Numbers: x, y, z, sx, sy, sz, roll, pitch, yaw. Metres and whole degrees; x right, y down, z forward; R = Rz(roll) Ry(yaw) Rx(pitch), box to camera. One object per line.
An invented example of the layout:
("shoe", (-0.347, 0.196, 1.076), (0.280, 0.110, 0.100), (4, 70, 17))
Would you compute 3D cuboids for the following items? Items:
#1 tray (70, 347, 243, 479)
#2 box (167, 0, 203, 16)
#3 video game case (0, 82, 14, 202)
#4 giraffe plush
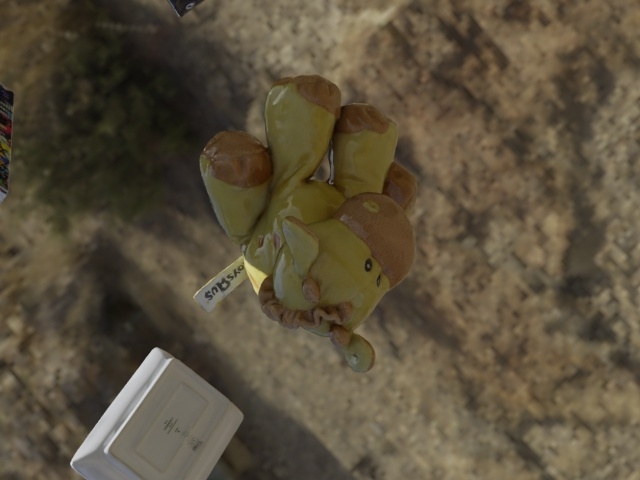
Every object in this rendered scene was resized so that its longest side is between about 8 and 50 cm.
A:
("tray", (-0.183, 0.229, 1.931), (0.145, 0.270, 0.030), (39, 121, -4))
("box", (-0.160, -0.505, 2.105), (0.296, 0.294, 0.183), (55, 180, 18))
("video game case", (-0.346, -0.126, 1.314), (0.210, 0.042, 0.232), (33, -165, -22))
("giraffe plush", (0.000, 0.000, 1.216), (0.181, 0.210, 0.170), (30, -174, -27))
